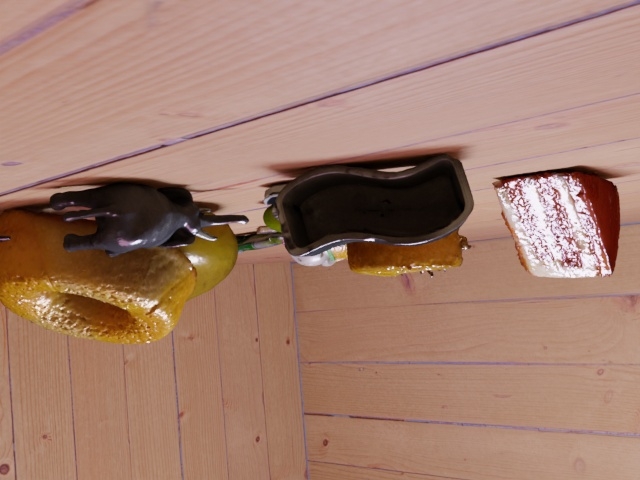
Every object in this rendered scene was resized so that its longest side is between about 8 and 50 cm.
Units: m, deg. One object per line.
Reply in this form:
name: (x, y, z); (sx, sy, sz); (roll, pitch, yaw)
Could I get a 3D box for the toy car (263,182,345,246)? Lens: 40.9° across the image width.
toy car: (0.012, -0.041, 1.196); (0.205, 0.056, 0.095); (25, 157, -36)

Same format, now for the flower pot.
flower pot: (0.068, -0.040, 1.042); (0.229, 0.103, 0.108); (-6, 177, 8)

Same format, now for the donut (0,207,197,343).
donut: (-0.335, 0.063, 1.242); (0.303, 0.110, 0.303); (9, 154, 4)

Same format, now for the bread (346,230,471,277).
bread: (0.114, -0.007, 1.333); (0.139, 0.143, 0.229); (-4, 175, -31)

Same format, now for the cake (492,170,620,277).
cake: (0.371, -0.019, 1.356); (0.158, 0.159, 0.262); (-3, 177, 31)

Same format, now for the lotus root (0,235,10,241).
lotus root: (-0.422, -0.029, 0.792); (0.261, 0.074, 0.170); (-4, 177, 23)

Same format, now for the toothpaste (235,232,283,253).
toothpaste: (-0.147, 0.002, 2.012); (0.248, 0.046, 0.078); (-10, -179, 42)

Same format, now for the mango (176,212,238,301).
mango: (-0.231, 0.024, 1.412); (0.195, 0.142, 0.332); (-5, 170, -28)

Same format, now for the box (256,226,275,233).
box: (-0.114, -0.023, 1.888); (0.046, 0.012, 0.083); (-3, 178, -11)

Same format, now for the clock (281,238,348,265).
clock: (0.000, 0.000, 1.677); (0.144, 0.103, 0.231); (-3, 175, 2)

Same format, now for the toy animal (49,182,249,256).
toy animal: (-0.219, -0.024, 1.087); (0.137, 0.082, 0.269); (-5, 176, 28)

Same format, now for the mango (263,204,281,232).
mango: (-0.050, -0.036, 1.356); (0.073, 0.056, 0.108); (4, 175, -33)
